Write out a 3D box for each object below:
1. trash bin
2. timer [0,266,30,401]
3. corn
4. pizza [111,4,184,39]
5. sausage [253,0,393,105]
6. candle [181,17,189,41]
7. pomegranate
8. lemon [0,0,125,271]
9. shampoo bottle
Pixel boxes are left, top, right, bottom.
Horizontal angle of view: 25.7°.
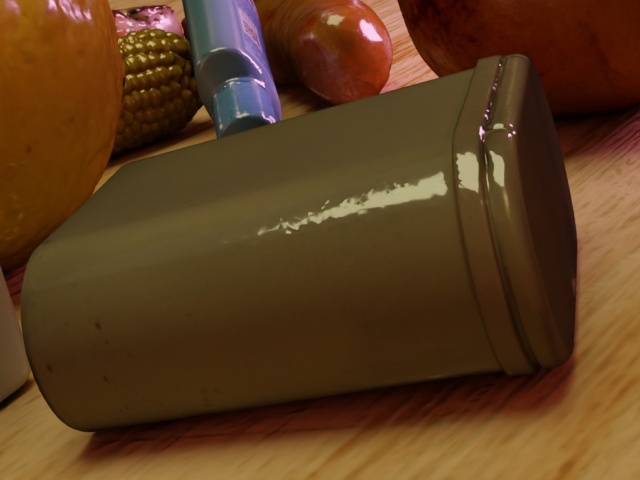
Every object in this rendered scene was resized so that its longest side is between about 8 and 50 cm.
[{"bbox_3d":[0.000,0.000,0.728,0.247,0.121,0.243,-11,18,16],"label":"trash bin"},{"bbox_3d":[-0.300,0.027,0.738,0.192,0.195,0.194,-4,21,29],"label":"timer"},{"bbox_3d":[-0.240,-0.111,1.273,0.305,0.106,0.106,-25,20,-27],"label":"corn"},{"bbox_3d":[-0.355,-0.192,1.594,0.409,0.114,0.278,-17,17,-8],"label":"pizza"},{"bbox_3d":[-0.003,-0.186,1.337,0.109,0.109,0.270,-18,18,-14],"label":"sausage"},{"bbox_3d":[-0.076,-0.229,1.591,0.059,0.084,0.302,-53,37,-12],"label":"candle"},{"bbox_3d":[0.194,-0.235,1.031,0.319,0.319,0.319,-13,17,4],"label":"pomegranate"},{"bbox_3d":[-0.305,-0.111,0.987,0.336,0.336,0.336,-13,17,4],"label":"lemon"},{"bbox_3d":[-0.077,-0.154,1.224,0.061,0.104,0.258,-25,37,8],"label":"shampoo bottle"}]
